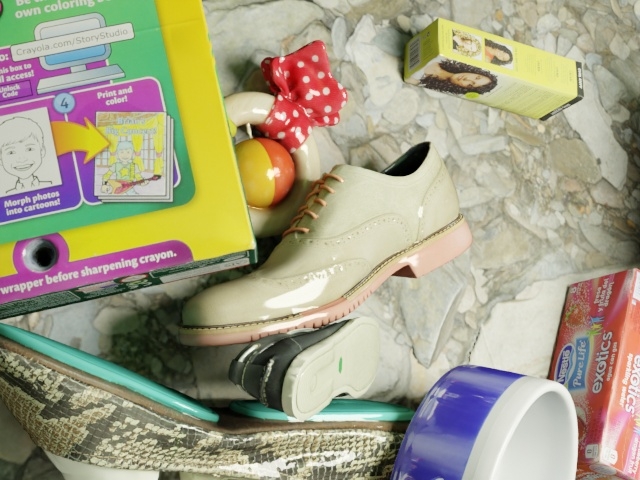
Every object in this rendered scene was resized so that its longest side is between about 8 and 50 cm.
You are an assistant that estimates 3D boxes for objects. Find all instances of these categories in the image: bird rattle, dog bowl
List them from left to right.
[{"bbox_3d":[-0.075,-0.106,1.077,0.253,0.143,0.207,-14,95,-43],"label":"bird rattle"},{"bbox_3d":[0.176,0.268,1.020,0.265,0.104,0.265,-19,114,-53],"label":"dog bowl"}]

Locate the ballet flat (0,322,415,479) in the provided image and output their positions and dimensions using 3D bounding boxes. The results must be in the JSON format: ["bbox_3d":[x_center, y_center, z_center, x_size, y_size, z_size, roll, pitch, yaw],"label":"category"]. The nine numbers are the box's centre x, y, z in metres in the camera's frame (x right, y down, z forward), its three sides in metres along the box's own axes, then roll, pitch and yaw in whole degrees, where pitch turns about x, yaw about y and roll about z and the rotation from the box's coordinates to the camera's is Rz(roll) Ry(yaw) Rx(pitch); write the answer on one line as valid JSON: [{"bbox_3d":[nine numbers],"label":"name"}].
[{"bbox_3d":[-0.112,0.215,0.938,0.483,0.164,0.182,16,84,-26],"label":"ballet flat"}]

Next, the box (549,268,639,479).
[{"bbox_3d":[0.374,0.181,1.209,0.128,0.123,0.257,28,65,-21],"label":"box"}]

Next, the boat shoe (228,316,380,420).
[{"bbox_3d":[-0.003,0.114,0.934,0.233,0.079,0.084,-6,101,-64],"label":"boat shoe"}]

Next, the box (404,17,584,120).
[{"bbox_3d":[0.229,-0.220,1.261,0.232,0.087,0.058,10,70,-24],"label":"box"}]

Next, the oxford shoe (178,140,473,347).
[{"bbox_3d":[0.000,0.000,1.040,0.397,0.140,0.146,-25,105,-41],"label":"oxford shoe"}]

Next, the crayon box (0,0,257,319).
[{"bbox_3d":[-0.267,-0.097,0.881,0.363,0.106,0.313,-12,81,-5],"label":"crayon box"}]
